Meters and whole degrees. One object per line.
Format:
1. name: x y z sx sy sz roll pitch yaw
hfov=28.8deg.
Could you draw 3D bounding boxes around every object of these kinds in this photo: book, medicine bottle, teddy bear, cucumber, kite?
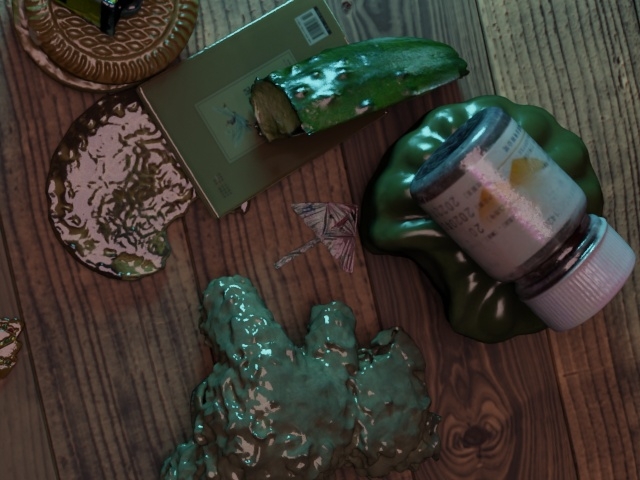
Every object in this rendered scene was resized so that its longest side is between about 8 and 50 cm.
1. book: -0.078 -0.199 1.781 0.310 0.021 0.217 -32 96 -17
2. medicine bottle: 0.261 -0.027 1.606 0.273 0.165 0.165 43 82 -6
3. teddy bear: -0.011 0.249 1.741 0.367 0.224 0.358 12 85 -25
4. cucumber: 0.068 -0.232 1.756 0.325 0.145 0.105 -19 98 -23
5. kite: 0.000 0.000 1.821 0.152 0.005 0.137 -43 96 -7

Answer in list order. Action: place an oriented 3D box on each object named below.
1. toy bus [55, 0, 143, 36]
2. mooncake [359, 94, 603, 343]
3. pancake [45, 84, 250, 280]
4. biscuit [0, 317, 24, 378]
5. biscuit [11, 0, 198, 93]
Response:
1. toy bus: -0.260 -0.420 1.639 0.150 0.128 0.262 29 78 -5
2. mooncake: 0.240 -0.034 1.778 0.351 0.187 0.351 0 87 -9
3. pancake: -0.239 -0.080 1.766 0.286 0.033 0.288 15 87 -12
4. biscuit: -0.450 0.147 1.730 0.082 0.016 0.092 -7 89 -11
5. biscuit: -0.299 -0.329 1.732 0.259 0.079 0.259 0 87 -11
